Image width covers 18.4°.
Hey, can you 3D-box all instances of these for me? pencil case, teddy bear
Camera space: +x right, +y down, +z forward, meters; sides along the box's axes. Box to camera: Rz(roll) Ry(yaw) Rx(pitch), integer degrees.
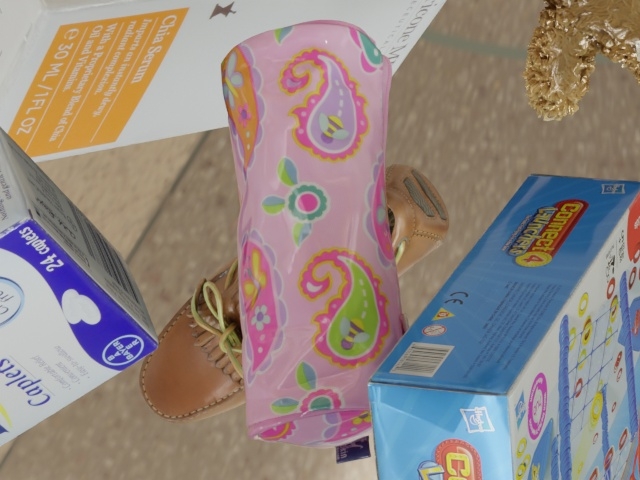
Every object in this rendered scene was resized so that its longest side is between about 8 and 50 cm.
[{"bbox_3d":[0.000,0.000,1.317,0.124,0.124,0.284,-9,75,11],"label":"pencil case"},{"bbox_3d":[0.260,-0.195,1.547,0.338,0.113,0.245,17,121,5],"label":"teddy bear"}]

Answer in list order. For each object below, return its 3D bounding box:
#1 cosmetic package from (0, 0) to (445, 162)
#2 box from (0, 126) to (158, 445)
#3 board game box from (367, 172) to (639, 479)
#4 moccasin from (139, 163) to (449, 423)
[{"bbox_3d":[-0.112,-0.218,1.746,0.161,0.453,0.230,60,142,21],"label":"cosmetic package"},{"bbox_3d":[-0.167,0.033,0.911,0.137,0.072,0.126,-32,140,5],"label":"box"},{"bbox_3d":[0.137,0.154,1.272,0.086,0.308,0.302,4,117,23],"label":"board game box"},{"bbox_3d":[-0.041,0.066,1.945,0.380,0.147,0.139,-31,85,27],"label":"moccasin"}]
